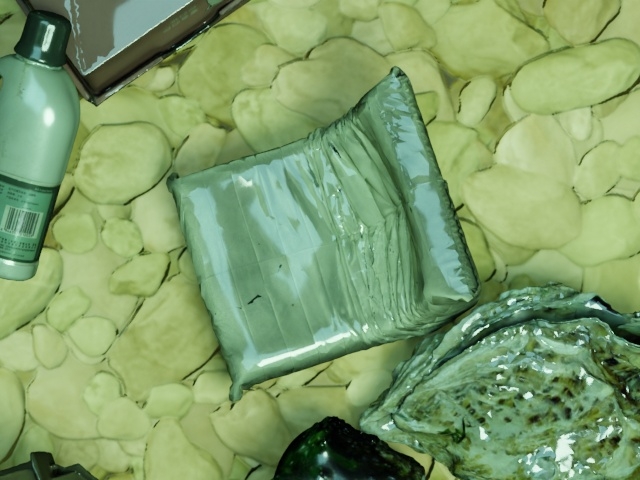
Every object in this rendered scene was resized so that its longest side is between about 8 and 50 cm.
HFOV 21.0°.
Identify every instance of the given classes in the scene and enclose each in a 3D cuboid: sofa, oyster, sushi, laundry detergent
[{"bbox_3d":[0.000,0.000,1.423,0.225,0.176,0.210,-16,81,-1],"label":"sofa"},{"bbox_3d":[0.182,0.125,1.442,0.268,0.112,0.198,19,103,-3],"label":"oyster"},{"bbox_3d":[-0.008,0.257,1.405,0.127,0.124,0.225,26,90,2],"label":"sushi"},{"bbox_3d":[-0.257,-0.084,1.461,0.099,0.070,0.225,24,106,25],"label":"laundry detergent"}]

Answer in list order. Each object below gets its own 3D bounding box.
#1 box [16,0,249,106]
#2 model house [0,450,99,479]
[{"bbox_3d":[-0.174,-0.264,1.517,0.215,0.086,0.215,-35,82,-3],"label":"box"},{"bbox_3d":[-0.193,0.267,1.349,0.204,0.243,0.211,-22,83,33],"label":"model house"}]
